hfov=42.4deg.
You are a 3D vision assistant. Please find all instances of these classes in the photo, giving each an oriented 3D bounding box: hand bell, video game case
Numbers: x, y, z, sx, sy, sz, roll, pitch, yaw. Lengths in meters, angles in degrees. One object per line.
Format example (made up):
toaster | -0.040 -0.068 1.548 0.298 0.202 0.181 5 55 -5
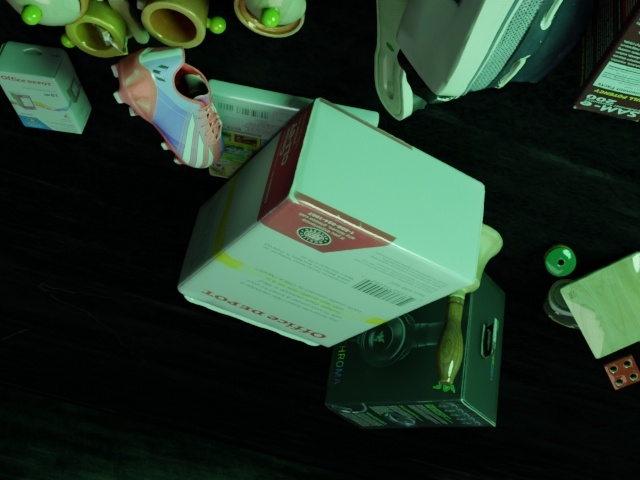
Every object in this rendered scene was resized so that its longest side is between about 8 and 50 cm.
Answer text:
hand bell | 0.203 0.102 1.253 0.126 0.242 0.126 10 152 5
video game case | -0.045 -0.132 1.145 0.226 0.026 0.206 11 152 0

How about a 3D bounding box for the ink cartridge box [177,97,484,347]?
ink cartridge box | 0.000 0.000 1.174 0.279 0.160 0.384 24 150 -22

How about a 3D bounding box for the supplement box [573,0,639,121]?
supplement box | 0.302 -0.227 0.720 0.073 0.130 0.239 13 153 -3

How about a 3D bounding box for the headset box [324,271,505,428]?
headset box | 0.174 0.186 1.416 0.283 0.246 0.131 -9 147 35

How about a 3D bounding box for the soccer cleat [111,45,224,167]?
soccer cleat | -0.159 -0.156 1.005 0.095 0.083 0.248 -14 158 14

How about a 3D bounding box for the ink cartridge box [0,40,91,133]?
ink cartridge box | -0.372 -0.203 1.107 0.088 0.052 0.122 8 151 7

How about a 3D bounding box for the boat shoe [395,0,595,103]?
boat shoe | 0.198 -0.272 0.721 0.158 0.127 0.341 -12 149 -33

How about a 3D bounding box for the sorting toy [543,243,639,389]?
sorting toy | 0.463 0.103 1.285 0.132 0.046 0.275 -28 102 15

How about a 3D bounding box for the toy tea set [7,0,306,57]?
toy tea set | -0.181 -0.252 0.865 0.336 0.124 0.200 -2 149 24

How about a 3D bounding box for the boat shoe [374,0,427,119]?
boat shoe | 0.106 -0.232 0.870 0.079 0.084 0.233 -23 147 -14

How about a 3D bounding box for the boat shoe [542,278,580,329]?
boat shoe | 0.485 0.122 1.364 0.227 0.081 0.069 16 156 7
